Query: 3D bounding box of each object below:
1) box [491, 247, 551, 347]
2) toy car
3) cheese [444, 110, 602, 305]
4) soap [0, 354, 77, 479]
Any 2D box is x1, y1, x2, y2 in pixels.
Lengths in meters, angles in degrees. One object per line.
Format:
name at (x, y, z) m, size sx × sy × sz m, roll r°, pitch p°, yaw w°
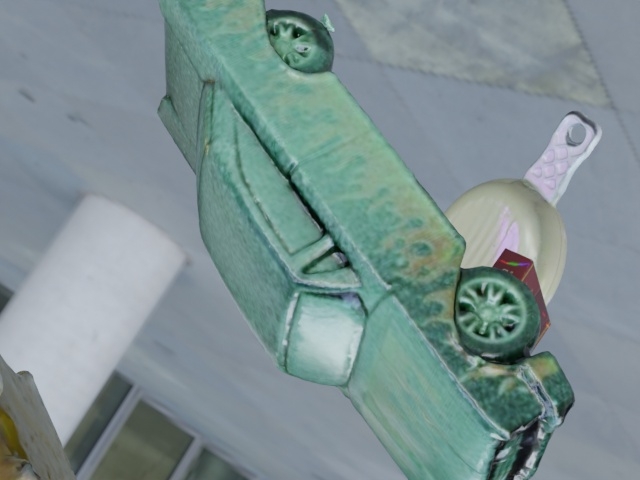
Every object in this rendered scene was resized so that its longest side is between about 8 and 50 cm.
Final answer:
box at (0.121, 0.049, 0.785) m, size 0.023 × 0.051 × 0.082 m, roll 27°, pitch 160°, yaw 32°
toy car at (0.000, 0.000, 0.637) m, size 0.321 × 0.097 × 0.141 m, roll 54°, pitch 157°, yaw 24°
cheese at (0.179, -0.016, 1.109) m, size 0.064 × 0.227 × 0.137 m, roll 12°, pitch -155°, yaw -46°
soap at (-0.198, 0.198, 0.442) m, size 0.143 × 0.281 × 0.259 m, roll 78°, pitch 167°, yaw -74°
